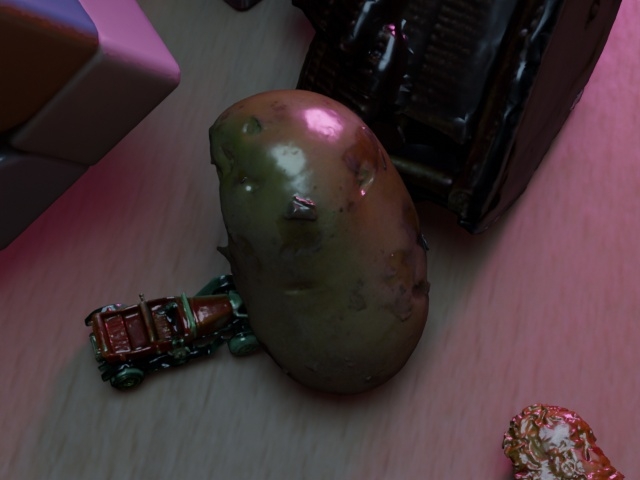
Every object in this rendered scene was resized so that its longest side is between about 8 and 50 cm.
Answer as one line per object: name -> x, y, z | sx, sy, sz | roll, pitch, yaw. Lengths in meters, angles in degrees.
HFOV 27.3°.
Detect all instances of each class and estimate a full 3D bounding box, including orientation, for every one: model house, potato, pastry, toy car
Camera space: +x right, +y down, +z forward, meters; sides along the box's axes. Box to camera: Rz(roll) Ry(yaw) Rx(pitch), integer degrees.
model house -> 0.099, -0.203, 1.195 | 0.282, 0.297, 0.317 | 23, 102, 19
potato -> 0.000, 0.000, 1.061 | 0.165, 0.262, 0.165 | -20, 24, 9
pastry -> 0.204, 0.211, 1.049 | 0.087, 0.063, 0.169 | -20, 71, -3
toy car -> -0.121, 0.072, 1.105 | 0.143, 0.054, 0.073 | -15, 63, -10

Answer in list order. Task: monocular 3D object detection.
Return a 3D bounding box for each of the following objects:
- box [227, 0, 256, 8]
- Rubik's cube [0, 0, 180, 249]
box -> -0.057, -0.326, 1.214 | 0.069, 0.224, 0.120 | 40, 69, 21
Rubik's cube -> -0.381, -0.167, 0.989 | 0.344, 0.346, 0.347 | -40, 69, 17
